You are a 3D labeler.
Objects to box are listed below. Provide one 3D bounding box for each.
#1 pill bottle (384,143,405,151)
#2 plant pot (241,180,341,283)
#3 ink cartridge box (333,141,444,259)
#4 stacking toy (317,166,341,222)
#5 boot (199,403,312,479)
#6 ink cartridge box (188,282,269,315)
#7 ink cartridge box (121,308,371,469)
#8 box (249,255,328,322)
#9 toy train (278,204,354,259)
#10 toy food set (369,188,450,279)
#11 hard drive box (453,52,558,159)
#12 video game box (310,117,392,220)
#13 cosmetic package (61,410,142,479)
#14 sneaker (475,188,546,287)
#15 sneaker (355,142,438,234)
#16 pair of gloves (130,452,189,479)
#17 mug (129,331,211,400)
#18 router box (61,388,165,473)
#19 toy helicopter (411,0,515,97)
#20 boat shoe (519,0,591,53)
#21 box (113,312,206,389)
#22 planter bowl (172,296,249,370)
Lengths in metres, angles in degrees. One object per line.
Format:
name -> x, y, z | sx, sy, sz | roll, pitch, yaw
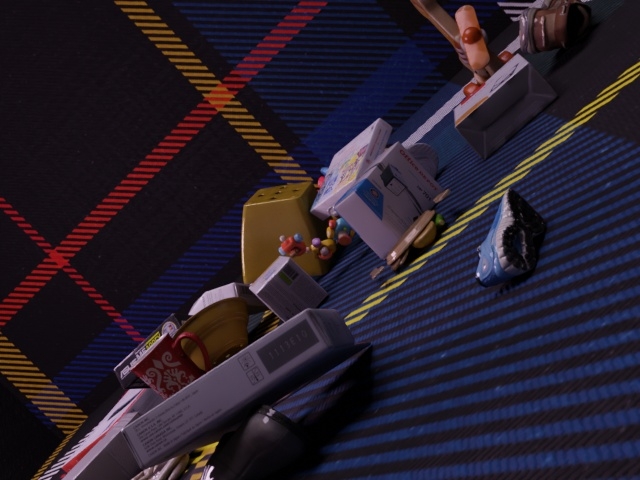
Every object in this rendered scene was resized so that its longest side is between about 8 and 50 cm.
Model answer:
pill bottle -> 0.156, -0.158, 1.980 | 0.123, 0.123, 0.219 | -40, 8, 31
plant pot -> -0.083, -0.030, 1.968 | 0.212, 0.187, 0.212 | -8, 18, 16
ink cartridge box -> 0.133, -0.078, 1.533 | 0.082, 0.139, 0.191 | -38, 8, 47
stacking toy -> 0.008, -0.036, 2.133 | 0.302, 0.175, 0.166 | -57, 6, 1
boot -> -0.105, 0.295, 0.948 | 0.161, 0.083, 0.246 | -54, 4, -35
ink cartridge box -> -0.245, 0.163, 1.993 | 0.232, 0.066, 0.189 | -13, -14, 28
ink cartridge box -> -0.080, 0.181, 1.028 | 0.275, 0.060, 0.239 | -34, -12, 9
box -> -0.072, 0.107, 1.710 | 0.103, 0.114, 0.203 | -47, 7, -6
toy train -> 0.000, 0.000, 1.698 | 0.166, 0.125, 0.046 | -36, 49, 21
toy food set -> 0.160, 0.001, 1.362 | 0.192, 0.038, 0.132 | -49, -1, -1
hard drive box -> 0.360, -0.270, 1.599 | 0.181, 0.089, 0.232 | -41, 7, 17
video game box -> 0.070, -0.161, 1.846 | 0.205, 0.048, 0.187 | -34, 26, 54
cosmetic package -> -0.451, 0.483, 1.699 | 0.238, 0.107, 0.127 | -44, 9, -30
sneaker -> 0.209, -0.002, 0.932 | 0.073, 0.063, 0.162 | -43, 5, 36
sneaker -> 0.147, -0.106, 1.784 | 0.269, 0.101, 0.153 | -50, 11, -28
pair of gloves -> -0.314, 0.434, 1.442 | 0.204, 0.042, 0.240 | -48, 7, -29
mug -> -0.297, 0.287, 1.709 | 0.150, 0.169, 0.113 | -37, 9, 42
router box -> -0.505, 0.473, 2.174 | 0.301, 0.082, 0.335 | -39, 8, 34
toy helicopter -> 0.330, -0.474, 1.902 | 0.140, 0.355, 0.235 | -43, -11, 7
boat shoe -> 0.545, -0.480, 1.796 | 0.116, 0.123, 0.324 | 3, 25, 33
box -> -0.334, 0.272, 1.955 | 0.216, 0.060, 0.270 | -43, -24, 16
planter bowl -> -0.232, 0.235, 1.840 | 0.217, 0.090, 0.217 | -33, -26, -18
